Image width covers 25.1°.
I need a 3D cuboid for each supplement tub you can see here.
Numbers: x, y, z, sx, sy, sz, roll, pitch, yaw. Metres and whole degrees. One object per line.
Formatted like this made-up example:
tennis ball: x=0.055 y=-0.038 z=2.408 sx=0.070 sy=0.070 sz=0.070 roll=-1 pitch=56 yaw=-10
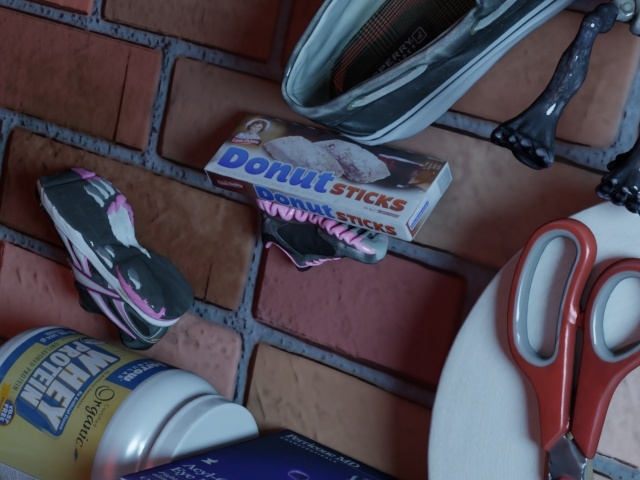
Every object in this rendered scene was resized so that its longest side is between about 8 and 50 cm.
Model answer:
supplement tub: x=-0.162 y=0.157 z=1.123 sx=0.200 sy=0.144 sz=0.144 roll=15 pitch=102 yaw=31

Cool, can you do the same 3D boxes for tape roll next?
tape roll: x=0.250 y=0.155 z=0.897 sx=0.392 sy=0.072 sz=0.392 roll=3 pitch=96 yaw=34

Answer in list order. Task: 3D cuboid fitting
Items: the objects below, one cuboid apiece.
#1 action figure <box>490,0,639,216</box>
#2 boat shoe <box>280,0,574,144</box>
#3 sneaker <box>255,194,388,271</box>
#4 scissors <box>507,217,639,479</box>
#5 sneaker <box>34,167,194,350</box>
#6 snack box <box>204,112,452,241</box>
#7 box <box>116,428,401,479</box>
action figure: x=0.216 y=-0.152 z=0.826 sx=0.164 sy=0.141 sz=0.275 roll=27 pitch=92 yaw=-5
boat shoe: x=0.103 y=-0.185 z=0.936 sx=0.121 sy=0.119 sz=0.335 roll=49 pitch=116 yaw=21
sneaker: x=0.000 y=0.000 z=1.069 sx=0.119 sy=0.047 sz=0.057 roll=24 pitch=118 yaw=35
scissors: x=0.149 y=0.136 z=0.909 sx=0.109 sy=0.021 sz=0.297 roll=18 pitch=104 yaw=29
sneaker: x=-0.183 y=0.019 z=1.174 sx=0.178 sy=0.072 sz=0.077 roll=52 pitch=129 yaw=25
snack box: x=0.004 y=-0.048 z=1.049 sx=0.178 sy=0.064 sz=0.022 roll=16 pitch=147 yaw=31
box: x=-0.032 y=0.221 z=1.005 sx=0.153 sy=0.207 sz=0.108 roll=20 pitch=104 yaw=30
